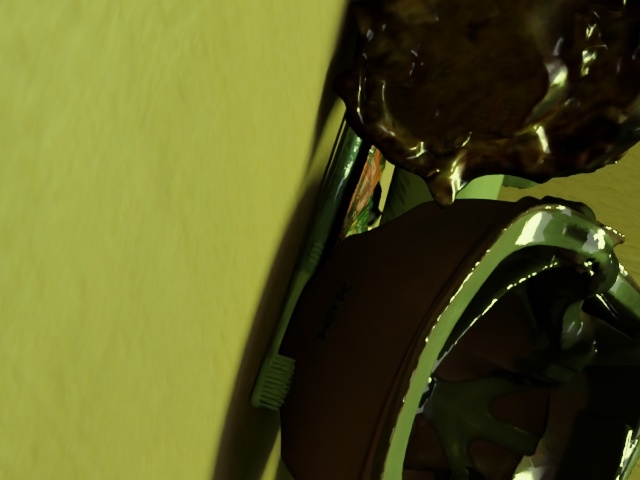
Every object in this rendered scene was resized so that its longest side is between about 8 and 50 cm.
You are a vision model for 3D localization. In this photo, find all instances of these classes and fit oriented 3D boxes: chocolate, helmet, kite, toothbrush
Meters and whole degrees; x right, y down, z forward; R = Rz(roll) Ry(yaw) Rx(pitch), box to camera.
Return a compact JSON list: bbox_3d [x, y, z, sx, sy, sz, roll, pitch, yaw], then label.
[{"bbox_3d":[0.093,-0.113,1.103,0.177,0.224,0.206,-38,-169,-30],"label":"chocolate"},{"bbox_3d":[0.079,0.092,1.272,0.338,0.197,0.271,35,80,-50],"label":"helmet"},{"bbox_3d":[0.022,-0.012,1.399,0.234,0.016,0.321,-53,159,-68],"label":"kite"},{"bbox_3d":[0.000,0.000,1.188,0.016,0.019,0.219,52,54,-65],"label":"toothbrush"}]

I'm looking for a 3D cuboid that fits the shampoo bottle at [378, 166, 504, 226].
[{"bbox_3d":[0.099,-0.057,1.480,0.262,0.085,0.085,102,8,-50],"label":"shampoo bottle"}]

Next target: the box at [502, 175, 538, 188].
[{"bbox_3d":[0.150,-0.158,1.572,0.148,0.129,0.210,98,10,-52],"label":"box"}]
